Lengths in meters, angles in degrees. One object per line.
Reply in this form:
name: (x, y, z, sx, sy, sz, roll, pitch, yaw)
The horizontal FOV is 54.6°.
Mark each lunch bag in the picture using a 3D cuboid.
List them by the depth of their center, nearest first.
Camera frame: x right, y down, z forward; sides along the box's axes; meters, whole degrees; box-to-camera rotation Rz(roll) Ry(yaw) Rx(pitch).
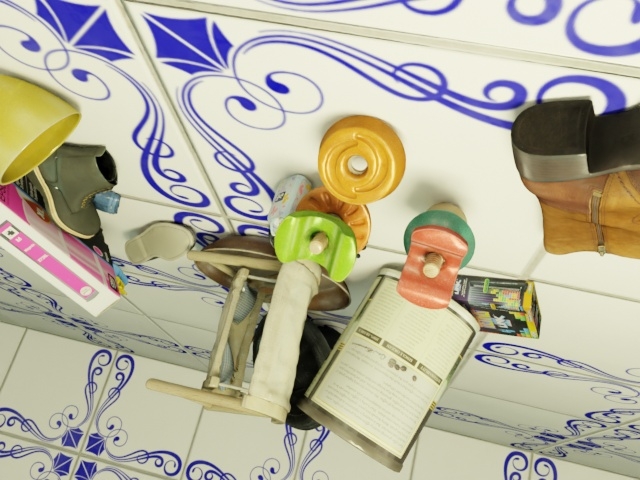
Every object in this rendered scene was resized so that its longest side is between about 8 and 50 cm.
lunch bag: (-0.041, -0.046, 0.860, 0.053, 0.071, 0.083, 18, 161, 3)

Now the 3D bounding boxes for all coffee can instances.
coffee can: (0.116, 0.215, 1.054, 0.201, 0.276, 0.201, 32, 169, 7)

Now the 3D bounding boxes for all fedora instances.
fedora: (-0.028, 0.308, 1.554, 0.152, 0.335, 0.334, -8, 176, -38)

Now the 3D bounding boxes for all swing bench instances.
swing bench: (-0.121, 0.157, 1.038, 0.254, 0.254, 0.165, -2, 153, 39)

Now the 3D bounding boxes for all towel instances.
towel: (-0.409, -0.080, 1.079, 0.119, 0.029, 0.067, 21, 157, -13)

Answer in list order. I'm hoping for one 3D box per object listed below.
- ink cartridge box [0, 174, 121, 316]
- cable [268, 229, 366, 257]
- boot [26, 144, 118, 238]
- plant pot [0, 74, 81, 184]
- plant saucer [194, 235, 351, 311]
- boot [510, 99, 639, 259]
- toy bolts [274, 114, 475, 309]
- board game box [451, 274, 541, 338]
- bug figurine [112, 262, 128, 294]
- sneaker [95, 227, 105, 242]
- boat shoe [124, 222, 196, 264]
ink cartridge box: (-0.481, -0.037, 1.010, 0.371, 0.069, 0.176, 50, -177, -41)
cable: (0.000, 0.000, 0.980, 0.150, 0.047, 0.184, 21, 157, -16)
boot: (-0.363, -0.071, 0.979, 0.136, 0.077, 0.198, 3, 145, 16)
plant pot: (-0.388, -0.150, 0.784, 0.095, 0.134, 0.134, 46, 151, -10)
plant saucer: (-0.087, 0.062, 1.192, 0.310, 0.050, 0.311, 14, 158, 6)
boot: (0.340, -0.027, 0.622, 0.263, 0.096, 0.280, 2, 156, 30)
toy bolts: (0.089, -0.045, 0.763, 0.228, 0.158, 0.219, 23, 119, 7)
board game box: (0.300, 0.116, 1.067, 0.140, 0.048, 0.170, 3, 156, 26)
bug figurine: (-0.563, 0.032, 1.402, 0.278, 0.072, 0.216, 17, 153, 8)
sneaker: (-0.553, -0.027, 1.187, 0.135, 0.098, 0.276, -14, 149, 23)
boat shoe: (-0.297, 0.000, 1.194, 0.206, 0.075, 0.065, -13, -171, 41)
